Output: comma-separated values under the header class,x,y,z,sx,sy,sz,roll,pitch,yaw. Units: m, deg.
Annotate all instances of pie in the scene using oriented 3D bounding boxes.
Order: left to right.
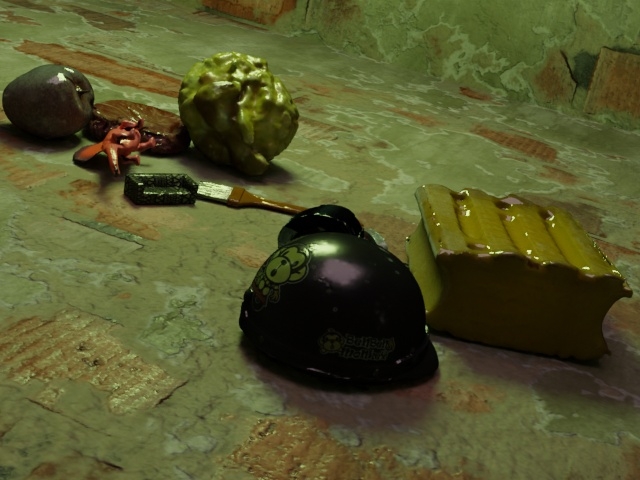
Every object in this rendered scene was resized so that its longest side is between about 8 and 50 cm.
class,x,y,z,sx,sy,sz,roll,pitch,yaw
pie,-0.368,-0.233,2.004,0.218,0.054,0.204,11,21,-5

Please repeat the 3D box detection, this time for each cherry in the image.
class,x,y,z,sx,sy,sz,roll,pitch,yaw
cherry,-0.518,-0.262,1.881,0.176,0.140,0.176,-14,12,3

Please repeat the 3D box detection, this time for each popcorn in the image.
class,x,y,z,sx,sy,sz,roll,pitch,yaw
popcorn,-0.163,-0.243,1.959,0.237,0.206,0.252,27,38,-36

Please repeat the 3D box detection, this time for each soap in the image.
class,x,y,z,sx,sy,sz,roll,pitch,yaw
soap,0.293,0.037,1.560,0.293,0.156,0.335,8,21,-5

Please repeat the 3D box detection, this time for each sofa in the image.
class,x,y,z,sx,sy,sz,roll,pitch,yaw
sofa,-0.276,-0.091,1.713,0.118,0.039,0.060,-3,26,-34

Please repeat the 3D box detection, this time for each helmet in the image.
class,x,y,z,sx,sy,sz,roll,pitch,yaw
helmet,0.038,0.076,1.307,0.278,0.161,0.230,6,20,-14

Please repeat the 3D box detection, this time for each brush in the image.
class,x,y,z,sx,sy,sz,roll,pitch,yaw
brush,-0.073,-0.062,1.795,0.314,0.017,0.090,13,21,-1

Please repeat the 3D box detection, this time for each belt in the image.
class,x,y,z,sx,sy,sz,roll,pitch,yaw
belt,0.000,0.000,1.542,0.140,0.105,0.058,-7,18,21

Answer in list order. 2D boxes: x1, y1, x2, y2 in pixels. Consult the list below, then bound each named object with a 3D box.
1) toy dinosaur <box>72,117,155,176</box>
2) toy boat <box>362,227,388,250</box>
class,x,y,z,sx,sy,sz,roll,pitch,yaw
toy dinosaur,-0.393,-0.163,1.785,0.138,0.070,0.286,-7,22,8
toy boat,0.045,0.010,1.669,0.122,0.034,0.096,-8,28,-25
